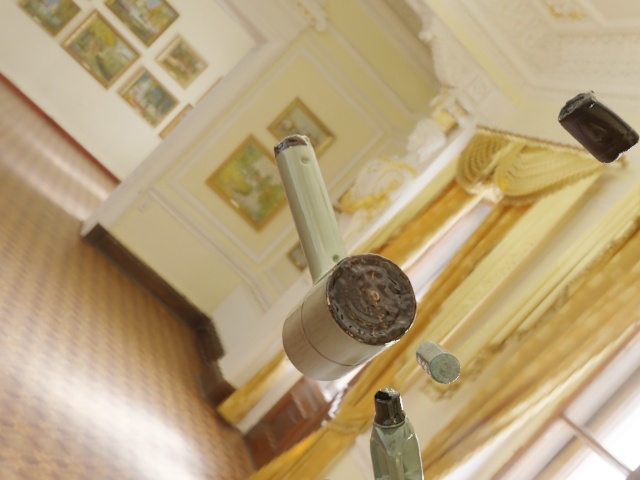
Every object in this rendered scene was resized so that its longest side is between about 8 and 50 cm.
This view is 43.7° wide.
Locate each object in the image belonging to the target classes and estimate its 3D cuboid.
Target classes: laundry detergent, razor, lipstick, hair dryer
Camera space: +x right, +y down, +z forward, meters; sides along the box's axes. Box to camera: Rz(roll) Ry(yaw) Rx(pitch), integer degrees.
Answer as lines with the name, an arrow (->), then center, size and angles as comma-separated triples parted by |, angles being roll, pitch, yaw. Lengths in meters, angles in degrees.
laundry detergent -> 0.106, 0.309, 1.097 | 0.099, 0.070, 0.226 | -62, 145, -69
razor -> 0.522, -0.214, 1.508 | 0.148, 0.090, 0.054 | 37, 37, -15
lipstick -> 0.178, 0.185, 1.222 | 0.048, 0.048, 0.158 | 44, -1, 0
hair dryer -> 0.000, 0.000, 1.113 | 0.203, 0.128, 0.362 | 130, -54, -60

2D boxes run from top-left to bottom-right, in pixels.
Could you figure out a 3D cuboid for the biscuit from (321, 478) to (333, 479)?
biscuit -> 0.083, 0.453, 1.093 | 0.320, 0.183, 0.047 | 52, 41, -9
